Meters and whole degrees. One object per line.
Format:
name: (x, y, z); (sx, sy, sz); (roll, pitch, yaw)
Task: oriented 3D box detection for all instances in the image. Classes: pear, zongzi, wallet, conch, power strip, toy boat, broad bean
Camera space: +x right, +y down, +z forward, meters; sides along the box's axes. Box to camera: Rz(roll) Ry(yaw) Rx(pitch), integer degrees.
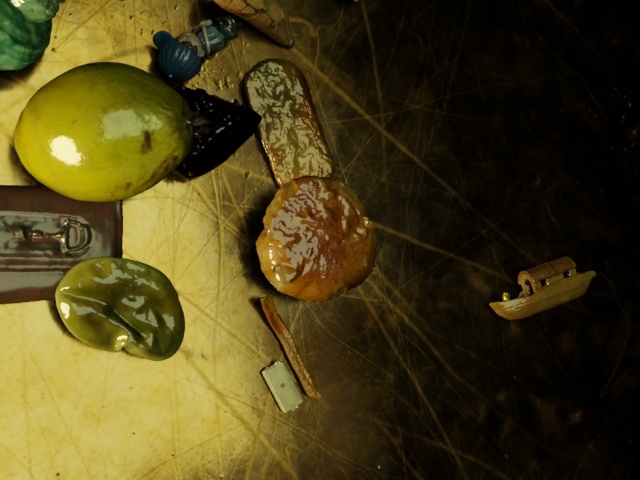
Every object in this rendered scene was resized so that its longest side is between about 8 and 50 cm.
pear: (-0.319, -0.159, 1.284); (0.269, 0.212, 0.212); (-9, 89, 13)
zongzi: (-0.103, -0.446, 1.486); (0.197, 0.099, 0.194); (28, 57, -51)
wallet: (-0.413, 0.004, 1.323); (0.229, 0.049, 0.182); (-1, 84, -26)
conch: (-0.481, -0.347, 1.276); (0.202, 0.134, 0.196); (-20, 95, -23)
power strip: (-0.064, 0.248, 1.469); (0.040, 0.016, 0.090); (-30, 98, -23)
toy boat: (0.427, 0.091, 1.674); (0.226, 0.068, 0.088); (-16, 87, -21)
broad bean: (-0.297, 0.105, 1.326); (0.207, 0.072, 0.153); (41, 74, -30)

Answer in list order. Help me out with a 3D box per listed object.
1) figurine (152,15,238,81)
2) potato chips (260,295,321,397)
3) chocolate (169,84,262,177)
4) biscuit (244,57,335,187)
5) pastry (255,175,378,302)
figurine: (-0.208, -0.322, 1.433); (0.149, 0.086, 0.087); (-35, 124, -33)
potato chips: (-0.052, 0.181, 1.473); (0.026, 0.037, 0.204); (-28, 102, -13)
chocolate: (-0.198, -0.198, 1.394); (0.156, 0.156, 0.133); (-40, 84, -21)
biscuit: (-0.054, -0.198, 1.507); (0.118, 0.029, 0.247); (-20, 95, -19)
pastry: (0.000, 0.000, 1.471); (0.229, 0.100, 0.218); (28, 78, -20)
